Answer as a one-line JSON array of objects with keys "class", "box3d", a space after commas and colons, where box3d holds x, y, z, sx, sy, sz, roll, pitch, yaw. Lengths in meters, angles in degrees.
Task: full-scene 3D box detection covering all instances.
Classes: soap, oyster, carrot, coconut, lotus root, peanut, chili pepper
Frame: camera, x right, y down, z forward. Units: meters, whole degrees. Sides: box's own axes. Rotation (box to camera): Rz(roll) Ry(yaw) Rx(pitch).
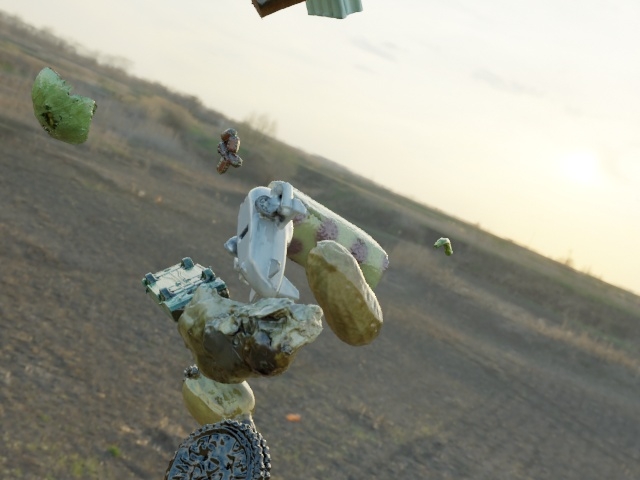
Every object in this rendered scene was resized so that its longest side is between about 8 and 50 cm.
[{"class": "soap", "box3d": [0.008, -0.528, 1.484, 0.066, 0.198, 0.119, -31, 34, -26]}, {"class": "oyster", "box3d": [-0.109, 0.144, 1.112, 0.232, 0.161, 0.107, -14, 26, 29]}, {"class": "carrot", "box3d": [-0.027, -0.343, 1.056, 0.139, 0.048, 0.048, -22, 14, -8]}, {"class": "coconut", "box3d": [-0.476, -0.237, 1.437, 0.133, 0.158, 0.055, 6, 40, 29]}, {"class": "lotus root", "box3d": [-0.280, 0.478, 2.275, 0.310, 0.183, 0.183, 37, 12, 35]}, {"class": "peanut", "box3d": [0.037, 0.091, 1.327, 0.226, 0.095, 0.108, 62, -1, -38]}, {"class": "chili pepper", "box3d": [0.219, 0.011, 1.377, 0.017, 0.030, 0.083, 10, -12, 26]}]

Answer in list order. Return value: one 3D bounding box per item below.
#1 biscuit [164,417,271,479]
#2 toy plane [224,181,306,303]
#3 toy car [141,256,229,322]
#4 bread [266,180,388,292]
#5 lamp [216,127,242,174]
[{"class": "biscuit", "box3d": [-0.164, 0.368, 1.207, 0.194, 0.194, 0.053, 27, -17, 43]}, {"class": "toy plane", "box3d": [-0.098, 0.004, 1.453, 0.117, 0.245, 0.244, 15, 8, -24]}, {"class": "toy car", "box3d": [-0.315, 0.117, 1.774, 0.141, 0.097, 0.320, -25, 16, -19]}, {"class": "bread", "box3d": [0.000, 0.000, 1.970, 0.338, 0.155, 0.187, 30, 10, -28]}, {"class": "lamp", "box3d": [-0.168, -0.166, 1.429, 0.063, 0.083, 0.031, -17, -28, 42]}]
